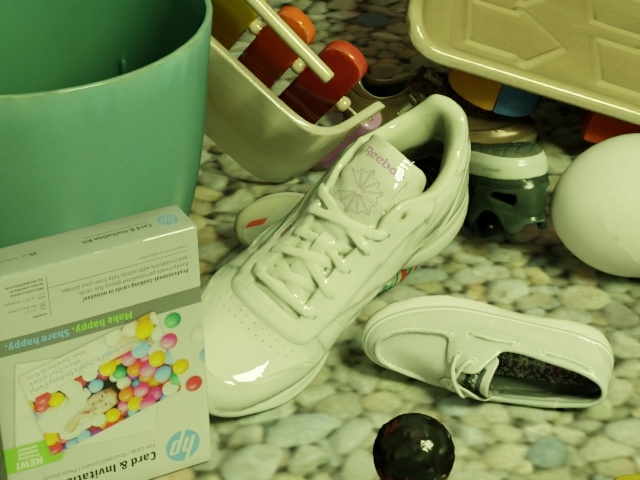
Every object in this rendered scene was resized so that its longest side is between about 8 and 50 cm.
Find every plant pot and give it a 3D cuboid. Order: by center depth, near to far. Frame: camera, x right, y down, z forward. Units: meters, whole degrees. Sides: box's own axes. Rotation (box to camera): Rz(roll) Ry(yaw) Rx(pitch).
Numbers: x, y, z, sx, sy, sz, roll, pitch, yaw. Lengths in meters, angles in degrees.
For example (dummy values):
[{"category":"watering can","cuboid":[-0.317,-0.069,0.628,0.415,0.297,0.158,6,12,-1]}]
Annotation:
[{"category":"plant pot","cuboid":[-0.226,-0.070,1.267,0.293,0.235,0.293,0,31,0]}]

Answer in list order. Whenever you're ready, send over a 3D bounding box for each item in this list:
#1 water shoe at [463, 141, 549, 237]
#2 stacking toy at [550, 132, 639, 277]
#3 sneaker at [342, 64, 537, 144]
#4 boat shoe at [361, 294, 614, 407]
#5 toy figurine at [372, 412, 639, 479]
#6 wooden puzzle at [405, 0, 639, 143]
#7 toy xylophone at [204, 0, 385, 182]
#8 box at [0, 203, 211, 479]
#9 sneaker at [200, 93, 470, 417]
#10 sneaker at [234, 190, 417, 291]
[{"category":"water shoe","cuboid":[0.126,-0.042,1.386,0.073,0.080,0.203,-8,6,-20]},{"category":"stacking toy","cuboid":[0.404,-0.051,1.227,0.479,0.351,0.350,-3,27,26]},{"category":"sneaker","cuboid":[0.111,-0.126,1.524,0.188,0.071,0.066,6,30,11]},{"category":"boat shoe","cuboid":[0.120,0.089,1.172,0.184,0.066,0.063,12,30,2]},{"category":"toy figurine","cuboid":[0.077,0.200,0.888,0.213,0.148,0.209,17,34,28]},{"category":"wooden puzzle","cuboid":[0.239,-0.184,1.568,0.347,0.080,0.322,21,30,-6]},{"category":"toy xylophone","cuboid":[-0.081,-0.180,1.391,0.081,0.323,0.236,-51,14,-30]},{"category":"box","cuboid":[-0.148,0.081,1.055,0.145,0.186,0.038,-15,33,-23]},{"category":"sneaker","cuboid":[0.000,0.000,1.187,0.114,0.152,0.305,37,62,16]},{"category":"sneaker","cuboid":[-0.004,0.006,1.311,0.161,0.057,0.075,14,27,18]}]
